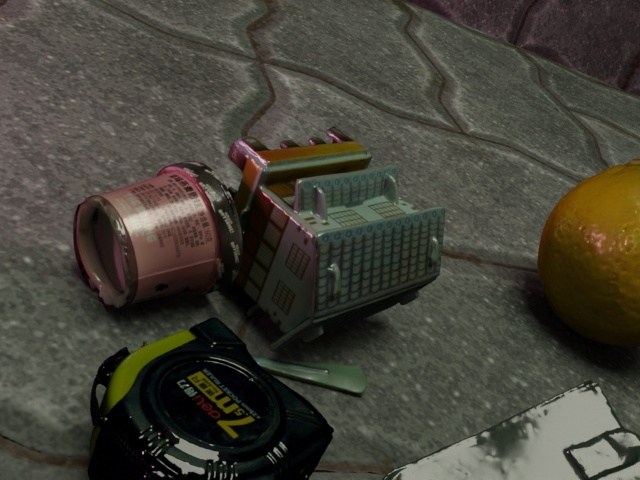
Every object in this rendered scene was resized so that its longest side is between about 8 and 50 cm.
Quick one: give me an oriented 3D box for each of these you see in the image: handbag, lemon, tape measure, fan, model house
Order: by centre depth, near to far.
[{"bbox_3d":[0.202,0.268,0.588,0.260,0.079,0.247,-22,48,-7],"label":"handbag"},{"bbox_3d":[-0.109,0.166,0.597,0.199,0.112,0.186,35,25,23],"label":"tape measure"},{"bbox_3d":[-0.035,0.142,0.769,0.193,0.016,0.038,14,36,-20],"label":"fan"},{"bbox_3d":[0.000,0.000,0.826,0.224,0.198,0.215,-13,43,-46],"label":"model house"},{"bbox_3d":[0.469,0.027,1.057,0.293,0.293,0.293,19,33,-13],"label":"lemon"}]

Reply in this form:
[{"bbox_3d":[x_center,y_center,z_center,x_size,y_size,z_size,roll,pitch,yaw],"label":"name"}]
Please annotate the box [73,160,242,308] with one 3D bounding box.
[{"bbox_3d":[-0.181,0.000,0.754,0.135,0.151,0.151,-19,53,-38],"label":"box"}]
